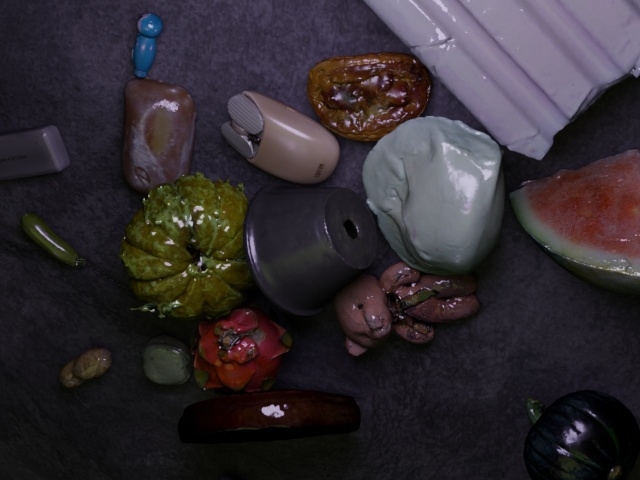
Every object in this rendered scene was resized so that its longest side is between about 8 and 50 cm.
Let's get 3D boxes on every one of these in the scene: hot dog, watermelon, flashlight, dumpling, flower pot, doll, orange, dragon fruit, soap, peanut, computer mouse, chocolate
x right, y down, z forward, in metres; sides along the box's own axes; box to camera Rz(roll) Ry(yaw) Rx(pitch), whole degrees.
[{"bbox_3d":[0.085,-0.265,1.273,0.226,0.099,0.160,-7,121,16],"label":"hot dog"},{"bbox_3d":[0.491,-0.026,1.242,0.310,0.231,0.193,23,141,59],"label":"watermelon"},{"bbox_3d":[-0.336,-0.375,1.364,0.051,0.051,0.129,22,125,4],"label":"flashlight"},{"bbox_3d":[0.229,-0.068,1.280,0.270,0.211,0.321,31,117,49],"label":"dumpling"},{"bbox_3d":[0.000,0.000,1.324,0.166,0.269,0.269,-18,112,39],"label":"flower pot"},{"bbox_3d":[0.171,0.141,1.439,0.303,0.156,0.201,-10,108,16],"label":"doll"},{"bbox_3d":[-0.260,0.008,1.435,0.300,0.223,0.301,-3,110,-24],"label":"orange"},{"bbox_3d":[-0.181,0.234,1.554,0.224,0.224,0.227,23,137,3],"label":"dragon fruit"},{"bbox_3d":[0.295,-0.397,1.071,0.435,0.213,0.350,41,123,-8],"label":"soap"},{"bbox_3d":[-0.605,0.328,1.806,0.174,0.080,0.080,-30,106,26],"label":"peanut"},{"bbox_3d":[-0.077,-0.191,1.355,0.236,0.082,0.145,29,139,-1],"label":"computer mouse"},{"bbox_3d":[-0.343,-0.196,1.443,0.161,0.083,0.261,12,120,8],"label":"chocolate"}]

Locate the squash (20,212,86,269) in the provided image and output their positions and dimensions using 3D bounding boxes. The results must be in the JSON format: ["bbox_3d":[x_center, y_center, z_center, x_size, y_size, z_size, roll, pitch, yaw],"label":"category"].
[{"bbox_3d":[-0.630,0.006,1.658,0.183,0.052,0.052,44,120,-13],"label":"squash"}]

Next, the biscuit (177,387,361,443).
[{"bbox_3d":[-0.110,0.391,1.564,0.407,0.407,0.091,-13,70,22],"label":"biscuit"}]

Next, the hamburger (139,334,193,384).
[{"bbox_3d":[-0.378,0.300,1.736,0.133,0.062,0.140,20,119,4],"label":"hamburger"}]

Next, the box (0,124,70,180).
[{"bbox_3d":[-0.678,-0.189,1.560,0.243,0.055,0.103,-5,116,18],"label":"box"}]

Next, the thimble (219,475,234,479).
[{"bbox_3d":[-0.242,0.718,1.885,0.118,0.127,0.151,22,117,2],"label":"thimble"}]

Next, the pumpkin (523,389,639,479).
[{"bbox_3d":[0.517,0.412,1.464,0.248,0.248,0.248,7,119,13],"label":"pumpkin"}]
